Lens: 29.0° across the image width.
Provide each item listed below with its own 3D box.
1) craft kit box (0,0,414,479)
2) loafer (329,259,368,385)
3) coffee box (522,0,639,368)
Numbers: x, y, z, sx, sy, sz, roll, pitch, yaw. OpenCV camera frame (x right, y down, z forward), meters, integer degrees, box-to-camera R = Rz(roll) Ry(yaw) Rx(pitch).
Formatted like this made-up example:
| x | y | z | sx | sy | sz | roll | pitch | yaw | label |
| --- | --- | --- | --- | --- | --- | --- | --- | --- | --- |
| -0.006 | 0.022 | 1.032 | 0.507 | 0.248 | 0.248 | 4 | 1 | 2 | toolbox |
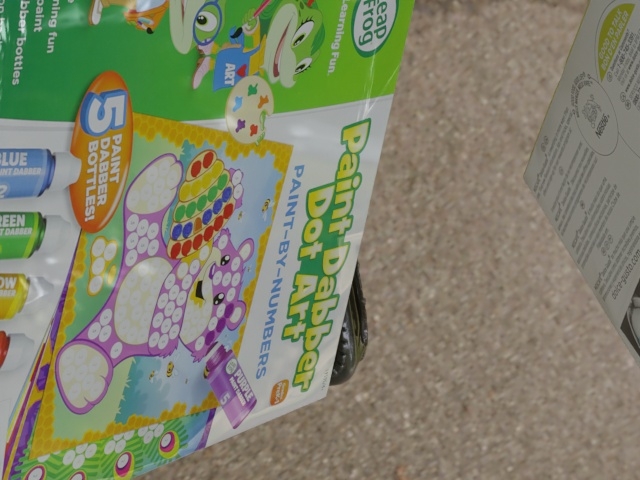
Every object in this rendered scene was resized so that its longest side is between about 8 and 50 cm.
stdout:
| x | y | z | sx | sy | sz | roll | pitch | yaw | label |
| --- | --- | --- | --- | --- | --- | --- | --- | --- | --- |
| -0.065 | -0.020 | 0.520 | 0.061 | 0.250 | 0.246 | 23 | 23 | 29 | craft kit box |
| 0.000 | 0.000 | 0.947 | 0.078 | 0.080 | 0.220 | -12 | 91 | -51 | loafer |
| 0.411 | -0.069 | 0.988 | 0.337 | 0.338 | 0.334 | -21 | 64 | -14 | coffee box |
